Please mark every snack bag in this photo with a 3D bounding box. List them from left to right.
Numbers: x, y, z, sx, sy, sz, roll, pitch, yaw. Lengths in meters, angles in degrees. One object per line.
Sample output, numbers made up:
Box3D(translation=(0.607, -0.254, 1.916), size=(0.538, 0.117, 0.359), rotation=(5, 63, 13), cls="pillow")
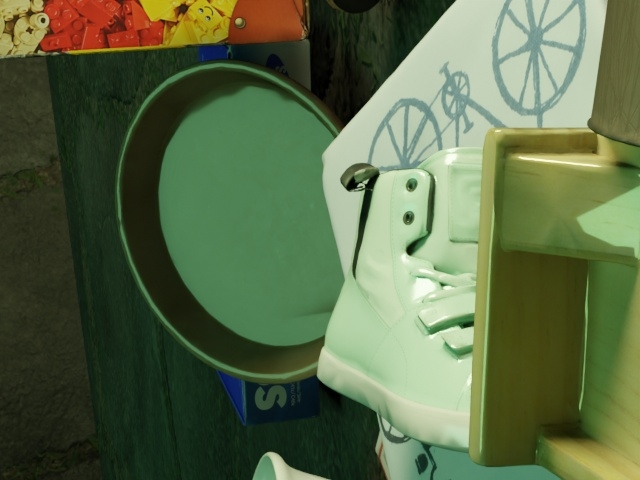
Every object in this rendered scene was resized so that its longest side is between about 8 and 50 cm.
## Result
Box3D(translation=(0.110, 0.015, 0.989), size=(0.323, 0.037, 0.343), rotation=(-46, 49, 50), cls="snack bag")

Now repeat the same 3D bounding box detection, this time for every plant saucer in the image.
Box3D(translation=(-0.057, -0.016, 1.437), size=(0.277, 0.041, 0.278), rotation=(11, 110, 33), cls="plant saucer")

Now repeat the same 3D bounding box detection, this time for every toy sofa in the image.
Box3D(translation=(0.197, 0.051, 0.585), size=(0.362, 0.177, 0.150), rotation=(-151, 61, -69), cls="toy sofa")

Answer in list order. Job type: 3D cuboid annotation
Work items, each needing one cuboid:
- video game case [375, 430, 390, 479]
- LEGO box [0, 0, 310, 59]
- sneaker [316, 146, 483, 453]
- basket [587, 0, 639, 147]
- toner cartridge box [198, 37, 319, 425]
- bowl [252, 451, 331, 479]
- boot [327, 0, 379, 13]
Box3D(translation=(0.106, 0.199, 1.228), size=(0.204, 0.025, 0.285), rotation=(101, 156, -45), cls="video game case")
Box3D(translation=(-0.225, -0.273, 1.426), size=(0.500, 0.372, 0.193), rotation=(-121, 28, -76), cls="LEGO box")
Box3D(translation=(0.081, 0.027, 0.908), size=(0.256, 0.094, 0.151), rotation=(17, 99, 59), cls="sneaker")
Box3D(translation=(0.187, -0.147, 0.619), size=(0.204, 0.154, 0.227), rotation=(-154, 63, -64), cls="basket")
Box3D(translation=(-0.057, -0.024, 1.562), size=(0.165, 0.075, 0.348), rotation=(-132, 38, -68), cls="toner cartridge box")
Box3D(translation=(0.010, 0.321, 1.359), size=(0.298, 0.134, 0.298), rotation=(-174, 90, -80), cls="bowl")
Box3D(translation=(0.053, -0.204, 1.183), size=(0.198, 0.076, 0.137), rotation=(101, 151, -48), cls="boot")
